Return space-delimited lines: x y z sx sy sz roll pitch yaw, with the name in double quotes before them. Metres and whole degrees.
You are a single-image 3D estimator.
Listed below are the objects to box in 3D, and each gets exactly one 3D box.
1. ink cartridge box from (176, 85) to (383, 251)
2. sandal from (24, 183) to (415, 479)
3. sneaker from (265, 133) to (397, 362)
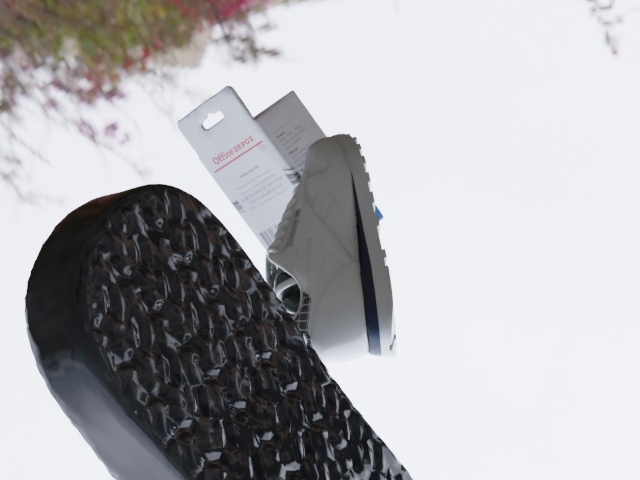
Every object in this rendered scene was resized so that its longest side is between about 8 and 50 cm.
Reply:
"ink cartridge box" -0.038 -0.064 1.473 0.060 0.104 0.180 -41 -82 -38
"sandal" -0.023 0.169 0.872 0.107 0.445 0.167 -15 -158 38
"sneaker" 0.000 0.000 1.271 0.095 0.090 0.235 -10 -139 1
